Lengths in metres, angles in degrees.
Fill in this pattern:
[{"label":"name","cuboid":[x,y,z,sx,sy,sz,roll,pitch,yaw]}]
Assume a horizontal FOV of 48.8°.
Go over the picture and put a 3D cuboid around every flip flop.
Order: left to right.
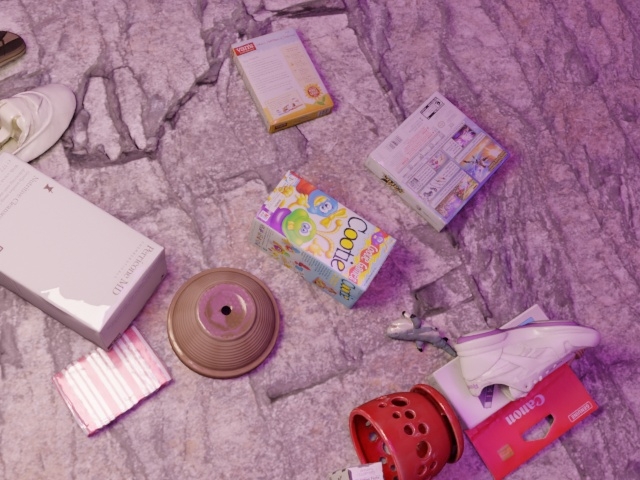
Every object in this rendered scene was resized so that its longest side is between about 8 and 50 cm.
[{"label":"flip flop","cuboid":[-0.785,-0.385,1.566,0.112,0.080,0.277,42,52,12]}]

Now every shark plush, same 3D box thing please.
[{"label":"shark plush","cuboid":[0.224,0.213,1.554,0.161,0.073,0.067,29,86,-21]}]

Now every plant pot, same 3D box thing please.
[{"label":"plant pot","cuboid":[-0.196,0.159,1.447,0.237,0.110,0.238,3,70,-10]},{"label":"plant pot","cuboid":[0.174,0.385,1.388,0.174,0.191,0.191,-22,75,-21]}]

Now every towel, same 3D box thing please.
[{"label":"towel","cuboid":[-0.414,0.277,1.406,0.197,0.029,0.144,-33,76,-21]}]

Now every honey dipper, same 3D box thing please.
[{"label":"honey dipper","cuboid":[0.547,0.290,1.585,0.030,0.030,0.161,41,72,6]}]

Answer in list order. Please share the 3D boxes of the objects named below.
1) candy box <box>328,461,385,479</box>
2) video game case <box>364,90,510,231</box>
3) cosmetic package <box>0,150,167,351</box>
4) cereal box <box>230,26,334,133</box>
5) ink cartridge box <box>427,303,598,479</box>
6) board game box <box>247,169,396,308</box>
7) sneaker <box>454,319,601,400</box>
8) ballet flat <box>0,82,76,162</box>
[{"label":"candy box","cuboid":[0.080,0.527,1.327,0.070,0.165,0.196,-5,70,-15]},{"label":"video game case","cuboid":[0.283,-0.194,1.700,0.244,0.061,0.269,42,68,8]},{"label":"cosmetic package","cuboid":[-0.522,0.024,1.403,0.384,0.156,0.217,28,65,5]},{"label":"cereal box","cuboid":[-0.095,-0.392,1.710,0.172,0.047,0.240,-21,74,-18]},{"label":"ink cartridge box","cuboid":[0.423,0.322,1.513,0.296,0.066,0.261,-31,76,-14]},{"label":"board game box","cuboid":[0.000,0.000,1.526,0.275,0.144,0.142,34,67,2]},{"label":"sneaker","cuboid":[0.433,0.246,1.462,0.304,0.114,0.152,-9,84,-3]},{"label":"ballet flat","cuboid":[-0.677,-0.215,1.487,0.139,0.139,0.400,39,67,5]}]
